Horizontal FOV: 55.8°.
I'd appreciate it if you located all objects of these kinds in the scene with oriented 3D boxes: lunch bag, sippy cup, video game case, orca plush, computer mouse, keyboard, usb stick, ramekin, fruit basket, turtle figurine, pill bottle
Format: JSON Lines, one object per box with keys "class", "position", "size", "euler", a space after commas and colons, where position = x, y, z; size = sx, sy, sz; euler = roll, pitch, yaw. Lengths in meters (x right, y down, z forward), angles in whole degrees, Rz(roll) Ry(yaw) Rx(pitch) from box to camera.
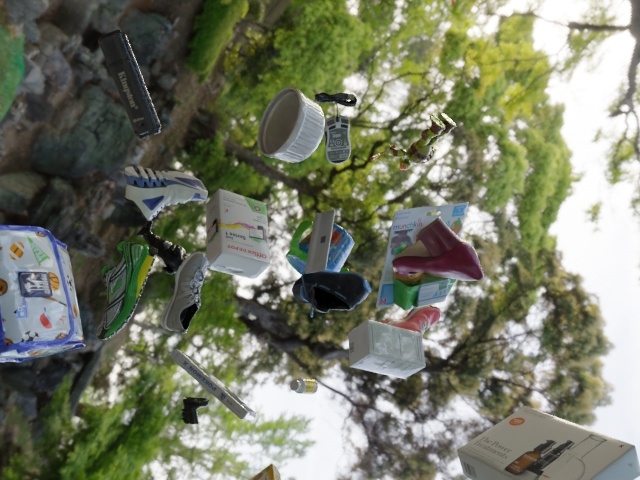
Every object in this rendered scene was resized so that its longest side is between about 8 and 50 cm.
{"class": "lunch bag", "position": [-0.781, 0.147, 1.595], "size": [0.385, 0.239, 0.327], "euler": [114, -38, -77]}
{"class": "sippy cup", "position": [0.013, 0.048, 2.501], "size": [0.224, 0.240, 0.305], "euler": [-51, 165, -18]}
{"class": "video game case", "position": [-0.340, 0.478, 1.973], "size": [0.036, 0.300, 0.329], "euler": [-49, 170, -14]}
{"class": "orca plush", "position": [-0.602, 0.031, 2.471], "size": [0.102, 0.287, 0.151], "euler": [-32, -174, 37]}
{"class": "computer mouse", "position": [0.039, -0.287, 1.546], "size": [0.042, 0.106, 0.193], "euler": [-113, -161, -55]}
{"class": "keyboard", "position": [0.000, 0.000, 1.958], "size": [0.072, 0.014, 0.256], "euler": [-7, -132, 19]}
{"class": "usb stick", "position": [-0.499, -0.408, 1.588], "size": [0.077, 0.278, 0.045], "euler": [-17, -166, 8]}
{"class": "ramekin", "position": [-0.079, -0.323, 1.732], "size": [0.207, 0.109, 0.207], "euler": [-26, -124, 45]}
{"class": "fruit basket", "position": [0.348, 0.054, 2.000], "size": [0.165, 0.327, 0.353], "euler": [43, -50, 46]}
{"class": "turtle figurine", "position": [0.291, -0.277, 1.798], "size": [0.217, 0.270, 0.087], "euler": [-48, -123, 38]}
{"class": "pill bottle", "position": [-0.046, 0.401, 1.666], "size": [0.043, 0.083, 0.043], "euler": [-12, -111, 34]}

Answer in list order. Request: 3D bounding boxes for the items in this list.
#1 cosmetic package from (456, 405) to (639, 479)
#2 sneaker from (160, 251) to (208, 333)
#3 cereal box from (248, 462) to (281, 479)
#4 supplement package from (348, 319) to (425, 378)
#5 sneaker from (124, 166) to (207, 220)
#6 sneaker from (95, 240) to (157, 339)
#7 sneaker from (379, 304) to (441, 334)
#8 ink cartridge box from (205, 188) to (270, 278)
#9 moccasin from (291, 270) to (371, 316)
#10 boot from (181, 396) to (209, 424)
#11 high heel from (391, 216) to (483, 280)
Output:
{"class": "cosmetic package", "position": [0.603, 0.597, 1.634], "size": [0.284, 0.097, 0.377], "euler": [-20, -170, -25]}
{"class": "sneaker", "position": [-0.423, 0.177, 2.001], "size": [0.115, 0.105, 0.281], "euler": [20, -90, 36]}
{"class": "cereal box", "position": [-0.212, 0.722, 1.639], "size": [0.240, 0.047, 0.173], "euler": [-36, -174, -5]}
{"class": "supplement package", "position": [0.239, 0.396, 2.186], "size": [0.134, 0.244, 0.139], "euler": [-45, -145, 46]}
{"class": "sneaker", "position": [-0.611, -0.170, 2.326], "size": [0.127, 0.316, 0.182], "euler": [54, -51, 52]}
{"class": "sneaker", "position": [-0.669, 0.164, 2.007], "size": [0.134, 0.146, 0.343], "euler": [158, -48, -71]}
{"class": "sneaker", "position": [0.375, 0.365, 2.447], "size": [0.136, 0.314, 0.116], "euler": [45, -34, 49]}
{"class": "ink cartridge box", "position": [-0.298, -0.022, 2.176], "size": [0.117, 0.201, 0.278], "euler": [-42, -136, 40]}
{"class": "moccasin", "position": [0.005, 0.163, 1.901], "size": [0.342, 0.137, 0.117], "euler": [-15, -150, 54]}
{"class": "boot", "position": [-0.480, 0.657, 2.325], "size": [0.045, 0.121, 0.099], "euler": [-14, 104, -71]}
{"class": "high heel", "position": [0.299, 0.077, 1.603], "size": [0.127, 0.181, 0.377], "euler": [-35, 170, -12]}
